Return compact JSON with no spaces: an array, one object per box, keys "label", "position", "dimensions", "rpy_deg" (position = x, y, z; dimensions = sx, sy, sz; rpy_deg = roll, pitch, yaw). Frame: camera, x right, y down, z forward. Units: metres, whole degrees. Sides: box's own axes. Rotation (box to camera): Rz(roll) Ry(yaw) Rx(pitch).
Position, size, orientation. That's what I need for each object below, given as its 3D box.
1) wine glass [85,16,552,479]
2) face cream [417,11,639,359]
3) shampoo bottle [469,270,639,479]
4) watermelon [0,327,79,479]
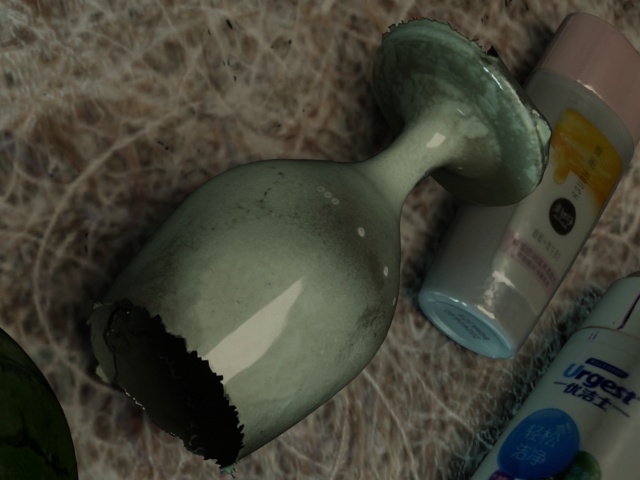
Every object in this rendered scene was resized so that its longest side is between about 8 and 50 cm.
[{"label":"wine glass","position":[0.000,0.000,0.977],"dimensions":[0.241,0.126,0.126],"rpy_deg":[-41,112,-30]},{"label":"face cream","position":[0.127,-0.031,1.105],"dimensions":[0.084,0.057,0.198],"rpy_deg":[41,68,-28]},{"label":"shampoo bottle","position":[0.151,0.119,1.099],"dimensions":[0.092,0.092,0.303],"rpy_deg":[50,64,-24]},{"label":"watermelon","position":[-0.203,0.104,0.793],"dimensions":[0.214,0.188,0.188],"rpy_deg":[19,79,-40]}]
